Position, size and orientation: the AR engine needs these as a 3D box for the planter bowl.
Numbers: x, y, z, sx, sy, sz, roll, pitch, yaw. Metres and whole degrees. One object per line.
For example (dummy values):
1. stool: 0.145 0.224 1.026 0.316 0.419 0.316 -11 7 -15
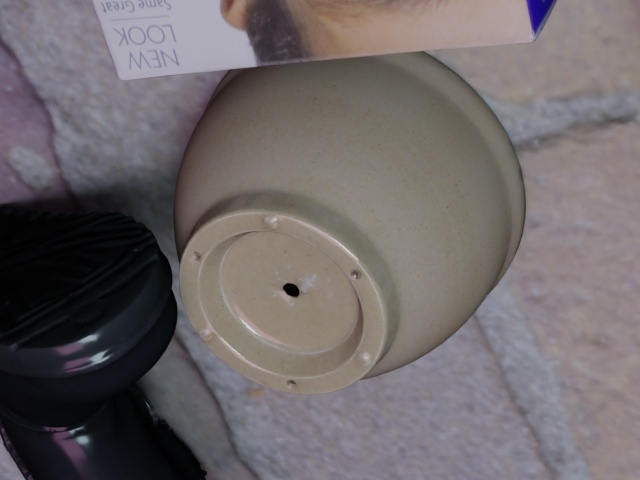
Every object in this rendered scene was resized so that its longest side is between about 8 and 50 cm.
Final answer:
1. planter bowl: 0.000 0.000 0.782 0.162 0.109 0.162 12 125 17

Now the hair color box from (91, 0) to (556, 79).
1. hair color box: -0.027 -0.235 0.637 0.185 0.110 0.338 -3 122 24

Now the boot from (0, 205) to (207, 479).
1. boot: -0.101 0.091 0.855 0.246 0.094 0.207 11 134 60
